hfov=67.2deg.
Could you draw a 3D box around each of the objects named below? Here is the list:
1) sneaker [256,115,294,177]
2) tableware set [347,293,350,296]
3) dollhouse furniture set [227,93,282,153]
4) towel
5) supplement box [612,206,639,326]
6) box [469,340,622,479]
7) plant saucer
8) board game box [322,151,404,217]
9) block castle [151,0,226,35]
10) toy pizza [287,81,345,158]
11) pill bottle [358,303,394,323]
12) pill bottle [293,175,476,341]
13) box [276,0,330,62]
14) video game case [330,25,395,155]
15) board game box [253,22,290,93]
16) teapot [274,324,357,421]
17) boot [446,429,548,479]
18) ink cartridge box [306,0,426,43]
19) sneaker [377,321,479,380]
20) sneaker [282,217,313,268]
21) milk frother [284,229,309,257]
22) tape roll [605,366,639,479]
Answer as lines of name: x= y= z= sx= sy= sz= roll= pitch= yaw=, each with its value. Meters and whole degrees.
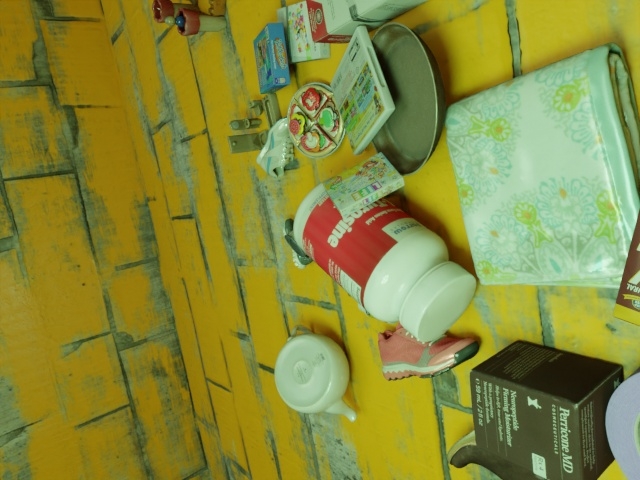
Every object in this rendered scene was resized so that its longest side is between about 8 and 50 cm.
sneaker: x=-0.115 y=-0.287 z=1.464 sx=0.092 sy=0.087 sz=0.228 roll=46 pitch=140 yaw=10
tableware set: x=0.113 y=0.109 z=1.344 sx=0.104 sy=0.024 sz=0.154 roll=57 pitch=141 yaw=18
dollhouse furniture set: x=-0.213 y=-0.367 z=1.520 sx=0.151 sy=0.123 sz=0.144 roll=-8 pitch=96 yaw=55
towel: x=0.380 y=-0.099 z=0.838 sx=0.320 sy=0.090 sz=0.374 roll=-7 pitch=97 yaw=54
supplement box: x=0.502 y=0.012 z=0.617 sx=0.129 sy=0.194 sz=0.191 roll=25 pitch=122 yaw=47
box: x=0.410 y=0.306 z=0.880 sx=0.203 sy=0.167 sz=0.168 roll=5 pitch=107 yaw=53
plant saucer: x=0.175 y=-0.295 z=1.020 sx=0.310 sy=0.050 sz=0.310 roll=166 pitch=90 yaw=-72
board game box: x=0.094 y=-0.125 z=1.071 sx=0.103 sy=0.154 sz=0.026 roll=60 pitch=177 yaw=40
block castle: x=-0.456 y=-0.928 z=1.563 sx=0.303 sy=0.213 sz=0.453 roll=39 pitch=133 yaw=40
toy pizza: x=-0.019 y=-0.323 z=1.304 sx=0.201 sy=0.032 sz=0.201 roll=11 pitch=109 yaw=35
pill bottle: x=0.155 y=0.177 z=1.273 sx=0.116 sy=0.065 sz=0.065 roll=9 pitch=110 yaw=53
pill bottle: x=0.137 y=0.035 z=1.101 sx=0.408 sy=0.229 sz=0.229 roll=41 pitch=133 yaw=38
box: x=-0.048 y=-0.557 z=1.294 sx=0.186 sy=0.038 sz=0.145 roll=18 pitch=118 yaw=49
video game case: x=0.091 y=-0.340 z=1.127 sx=0.227 sy=0.026 sz=0.206 roll=134 pitch=121 yaw=-69
board game box: x=-0.142 y=-0.514 z=1.380 sx=0.210 sy=0.047 sz=0.160 roll=-151 pitch=52 yaw=-68
teapot: x=-0.007 y=0.406 z=1.496 sx=0.252 sy=0.187 sz=0.256 roll=4 pitch=80 yaw=34
boot: x=0.398 y=0.501 z=1.039 sx=0.207 sy=0.090 sz=0.248 roll=54 pitch=137 yaw=30
ink cartridge box: x=0.087 y=-0.568 z=1.037 sx=0.273 sy=0.114 sz=0.197 roll=0 pitch=102 yaw=55
sneaker: x=0.233 y=0.251 z=1.152 sx=0.314 sy=0.116 sz=0.136 roll=-32 pitch=75 yaw=54
sneaker: x=-0.061 y=0.002 z=1.522 sx=0.076 sy=0.065 sz=0.166 roll=-25 pitch=85 yaw=38
milk frother: x=0.000 y=0.000 z=1.357 sx=0.143 sy=0.135 sz=0.129 roll=30 pitch=157 yaw=48
tape roll: x=0.584 y=0.301 z=0.709 sx=0.275 sy=0.090 sz=0.274 roll=26 pitch=124 yaw=47
